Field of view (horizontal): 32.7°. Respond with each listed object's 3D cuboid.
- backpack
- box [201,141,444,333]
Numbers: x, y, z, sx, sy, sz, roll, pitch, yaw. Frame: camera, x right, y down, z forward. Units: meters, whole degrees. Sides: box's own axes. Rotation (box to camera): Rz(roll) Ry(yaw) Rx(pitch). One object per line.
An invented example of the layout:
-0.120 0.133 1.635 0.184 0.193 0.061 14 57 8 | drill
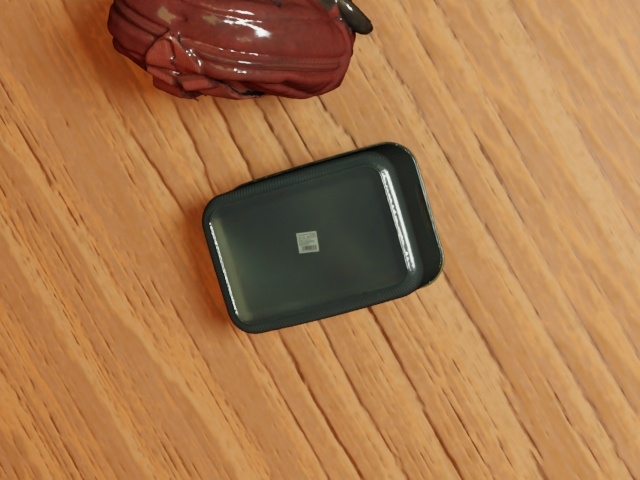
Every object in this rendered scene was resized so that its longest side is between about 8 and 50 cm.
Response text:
-0.078 -0.181 0.933 0.229 0.229 0.139 20 106 13 | backpack
0.000 0.000 1.002 0.201 0.090 0.144 -14 94 17 | box
